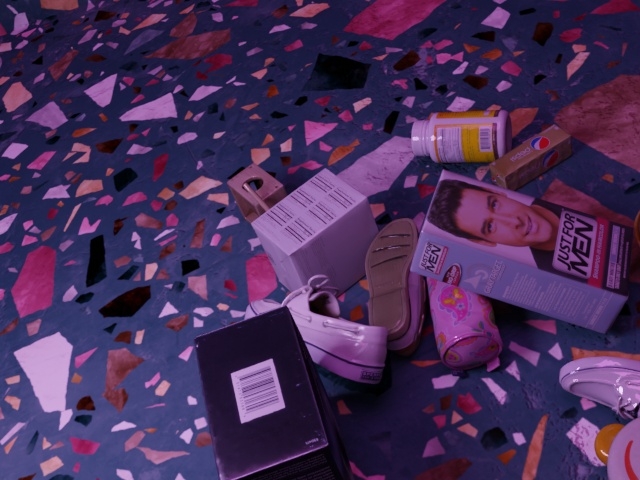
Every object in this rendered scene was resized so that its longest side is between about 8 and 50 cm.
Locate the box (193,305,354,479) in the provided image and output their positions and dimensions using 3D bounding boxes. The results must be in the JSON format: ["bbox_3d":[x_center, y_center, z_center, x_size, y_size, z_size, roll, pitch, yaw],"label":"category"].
[{"bbox_3d":[-0.064,0.325,1.436,0.182,0.294,0.296,-19,45,0],"label":"box"}]

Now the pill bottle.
[{"bbox_3d":[0.320,-0.235,1.940,0.214,0.117,0.117,2,49,22],"label":"pill bottle"}]

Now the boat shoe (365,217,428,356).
[{"bbox_3d":[0.155,0.092,1.706,0.113,0.103,0.302,-11,46,25],"label":"boat shoe"}]

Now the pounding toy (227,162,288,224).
[{"bbox_3d":[-0.112,-0.090,1.926,0.094,0.181,0.206,-38,47,-16],"label":"pounding toy"}]

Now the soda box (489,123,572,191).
[{"bbox_3d":[0.461,-0.177,1.871,0.181,0.061,0.058,-32,46,-9],"label":"soda box"}]

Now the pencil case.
[{"bbox_3d":[0.271,0.114,1.636,0.124,0.124,0.284,-13,46,9],"label":"pencil case"}]

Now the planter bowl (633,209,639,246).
[{"bbox_3d":[0.698,0.005,1.587,0.217,0.090,0.217,-11,45,11],"label":"planter bowl"}]

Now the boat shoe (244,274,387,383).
[{"bbox_3d":[-0.008,0.140,1.636,0.367,0.135,0.157,20,97,50],"label":"boat shoe"}]

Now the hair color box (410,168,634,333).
[{"bbox_3d":[0.374,0.016,1.584,0.374,0.114,0.185,18,47,7],"label":"hair color box"}]

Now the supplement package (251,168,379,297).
[{"bbox_3d":[0.000,0.000,1.788,0.203,0.194,0.149,-37,46,-15],"label":"supplement package"}]

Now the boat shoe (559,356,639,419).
[{"bbox_3d":[0.526,0.255,1.415,0.258,0.095,0.084,1,45,23],"label":"boat shoe"}]

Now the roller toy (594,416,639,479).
[{"bbox_3d":[0.529,0.359,1.278,0.191,0.146,0.209,-16,44,6],"label":"roller toy"}]
